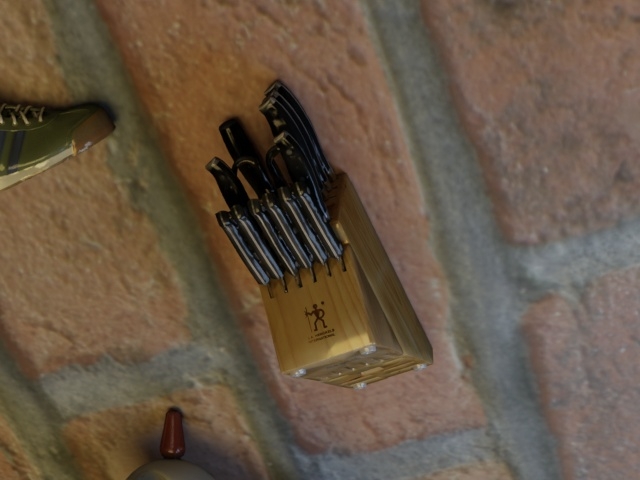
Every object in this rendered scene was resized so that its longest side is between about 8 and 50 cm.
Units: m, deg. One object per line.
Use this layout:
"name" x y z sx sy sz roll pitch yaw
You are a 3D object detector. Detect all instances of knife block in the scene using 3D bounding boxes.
"knife block" 0.000 0.000 0.951 0.088 0.242 0.275 -19 162 17

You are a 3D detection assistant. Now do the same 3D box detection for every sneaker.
"sneaker" -0.279 -0.089 0.905 0.192 0.064 0.086 -25 110 0

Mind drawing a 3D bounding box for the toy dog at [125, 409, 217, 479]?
"toy dog" -0.070 0.277 1.075 0.333 0.220 0.161 17 83 -10
